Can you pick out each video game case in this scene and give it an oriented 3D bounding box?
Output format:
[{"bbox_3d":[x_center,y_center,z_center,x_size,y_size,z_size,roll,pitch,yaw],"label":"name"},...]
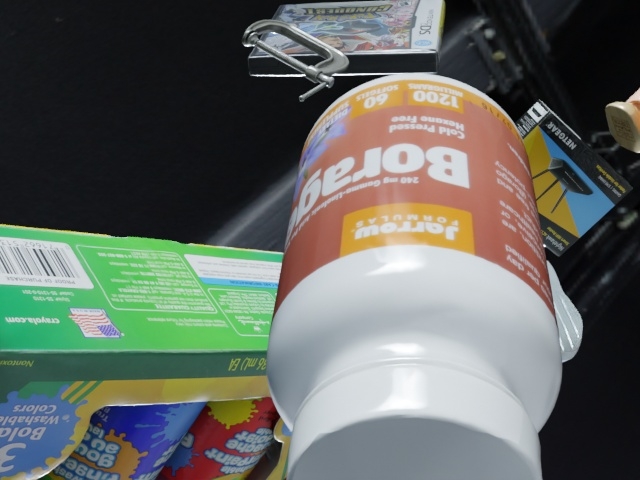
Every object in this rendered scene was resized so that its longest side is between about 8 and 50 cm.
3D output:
[{"bbox_3d":[0.049,-0.314,1.416,0.248,0.275,0.035,-74,-18,-57],"label":"video game case"}]

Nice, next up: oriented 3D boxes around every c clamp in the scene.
[{"bbox_3d":[-0.035,-0.236,1.160,0.137,0.161,0.022,-29,-34,-43],"label":"c clamp"}]

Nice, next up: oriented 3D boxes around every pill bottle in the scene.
[{"bbox_3d":[0.041,0.026,0.410,0.121,0.121,0.216,46,-151,-26],"label":"pill bottle"}]

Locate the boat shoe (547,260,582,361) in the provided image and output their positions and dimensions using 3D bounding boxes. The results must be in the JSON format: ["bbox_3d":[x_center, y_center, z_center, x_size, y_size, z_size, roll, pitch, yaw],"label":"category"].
[{"bbox_3d":[0.329,0.114,1.366,0.083,0.226,0.075,12,-56,-4],"label":"boat shoe"}]

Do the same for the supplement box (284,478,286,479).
[{"bbox_3d":[-0.050,0.314,1.280,0.130,0.239,0.073,-49,-46,6],"label":"supplement box"}]

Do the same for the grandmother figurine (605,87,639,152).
[{"bbox_3d":[0.496,-0.239,1.118,0.342,0.208,0.104,-42,-46,-9],"label":"grandmother figurine"}]

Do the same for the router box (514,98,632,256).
[{"bbox_3d":[0.294,-0.076,1.187,0.179,0.046,0.133,34,-70,-29],"label":"router box"}]

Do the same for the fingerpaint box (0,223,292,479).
[{"bbox_3d":[-0.211,0.185,0.885,0.445,0.163,0.371,8,-56,-48],"label":"fingerpaint box"}]
